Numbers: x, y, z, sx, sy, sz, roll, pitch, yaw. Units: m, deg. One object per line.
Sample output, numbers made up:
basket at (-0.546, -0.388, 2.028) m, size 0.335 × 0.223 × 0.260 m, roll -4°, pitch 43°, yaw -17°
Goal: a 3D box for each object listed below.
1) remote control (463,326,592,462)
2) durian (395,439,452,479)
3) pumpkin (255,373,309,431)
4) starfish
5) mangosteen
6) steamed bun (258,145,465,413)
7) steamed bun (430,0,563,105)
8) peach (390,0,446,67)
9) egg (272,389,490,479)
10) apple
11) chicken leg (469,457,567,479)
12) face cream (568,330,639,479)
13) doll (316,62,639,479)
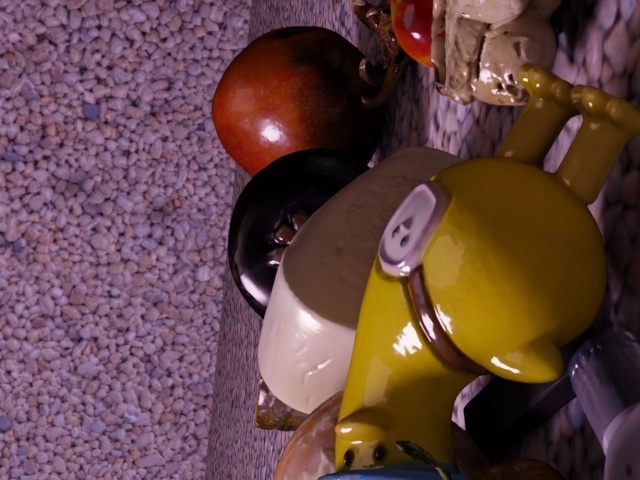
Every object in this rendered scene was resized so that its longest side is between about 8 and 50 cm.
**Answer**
remote control at (0.163, 0.122, 0.928) m, size 0.245 × 0.025 × 0.063 m, roll 115°, pitch 153°, yaw -61°
durian at (0.142, 0.263, 0.637) m, size 0.132 × 0.106 × 0.375 m, roll -33°, pitch -77°, yaw -60°
pumpkin at (-0.021, 0.159, 1.588) m, size 0.126 × 0.131 × 0.248 m, roll -91°, pitch 4°, yaw -68°
starfish at (0.077, -0.250, 1.380) m, size 0.146 × 0.074 × 0.190 m, roll 112°, pitch 159°, yaw -61°
mangosteen at (0.000, 0.000, 1.356) m, size 0.243 × 0.243 × 0.243 m, roll -175°, pitch 90°, yaw -79°
steamed bun at (0.061, 0.046, 1.044) m, size 0.250 × 0.155 × 0.200 m, roll -40°, pitch -19°, yaw -34°
steamed bun at (0.152, -0.194, 0.920) m, size 0.192 × 0.106 × 0.177 m, roll -96°, pitch 9°, yaw -77°
peach at (0.116, -0.221, 1.135) m, size 0.101 × 0.101 × 0.101 m, roll -175°, pitch 90°, yaw -79°
egg at (0.052, 0.232, 0.967) m, size 0.203 × 0.203 × 0.245 m, roll -109°, pitch 6°, yaw -63°
apple at (-0.019, -0.174, 1.518) m, size 0.230 × 0.230 × 0.230 m, roll -175°, pitch 90°, yaw -79°
chicken leg at (0.153, 0.229, 0.784) m, size 0.085 × 0.101 × 0.207 m, roll 66°, pitch 175°, yaw -31°
face cream at (0.200, 0.152, 0.606) m, size 0.291 × 0.071 × 0.144 m, roll -102°, pitch 17°, yaw -56°
doll at (0.095, 0.056, 0.802) m, size 0.363 × 0.145 × 0.199 m, roll -62°, pitch 36°, yaw 8°
